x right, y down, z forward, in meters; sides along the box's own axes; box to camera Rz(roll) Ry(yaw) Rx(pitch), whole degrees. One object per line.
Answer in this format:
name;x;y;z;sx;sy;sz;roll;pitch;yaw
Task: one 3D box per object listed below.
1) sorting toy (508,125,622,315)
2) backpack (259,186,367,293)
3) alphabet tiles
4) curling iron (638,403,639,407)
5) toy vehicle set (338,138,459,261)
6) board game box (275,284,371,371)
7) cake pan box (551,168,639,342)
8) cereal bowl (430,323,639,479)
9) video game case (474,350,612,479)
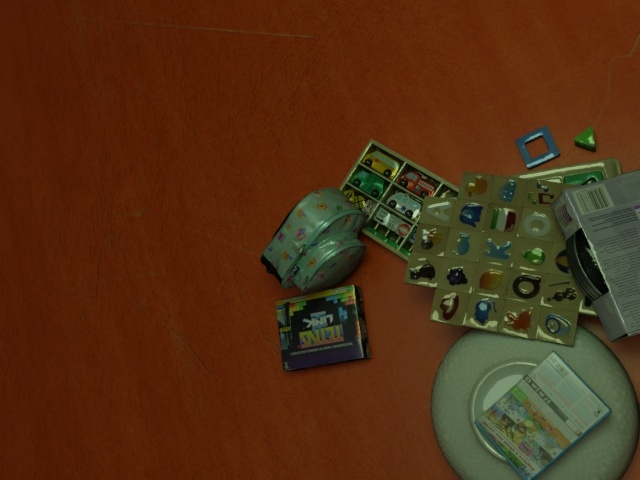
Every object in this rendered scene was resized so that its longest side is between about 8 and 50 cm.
sorting toy;0.429;-0.045;1.236;0.196;0.047;0.348;-10;76;21
backpack;0.000;0.000;1.326;0.144;0.166;0.188;41;117;28
alphabet tiles;0.324;0.022;1.193;0.342;0.011;0.285;9;68;18
curling iron;0.536;0.162;1.140;0.035;0.068;0.274;-8;75;46
toy vehicle set;0.160;-0.062;1.361;0.267;0.035;0.166;34;93;25
board game box;0.003;0.170;1.373;0.170;0.048;0.141;-14;73;20
cake pan box;0.524;0.010;1.114;0.266;0.070;0.246;-16;70;-10
cereal bowl;0.338;0.277;1.158;0.339;0.141;0.339;-5;77;21
video game case;0.334;0.266;1.076;0.166;0.015;0.119;-45;67;8
